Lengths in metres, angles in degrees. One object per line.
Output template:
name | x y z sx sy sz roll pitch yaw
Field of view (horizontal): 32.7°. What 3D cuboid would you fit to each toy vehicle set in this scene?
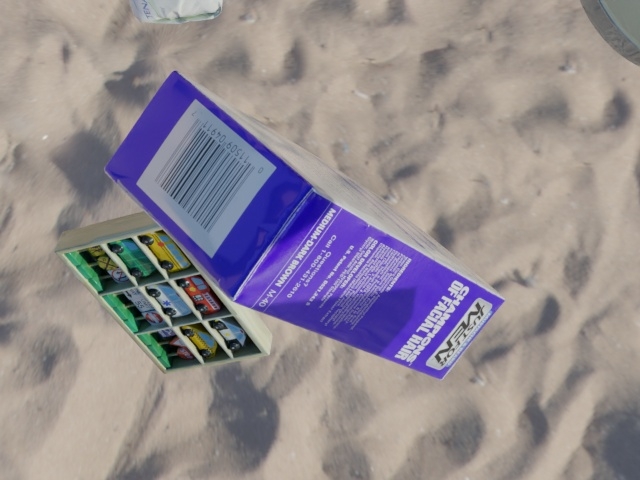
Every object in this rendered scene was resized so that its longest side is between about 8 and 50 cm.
toy vehicle set | -0.195 0.070 1.400 0.166 0.035 0.267 -13 133 23

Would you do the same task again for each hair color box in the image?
hair color box | 0.000 0.000 0.925 0.110 0.185 0.339 -54 144 8

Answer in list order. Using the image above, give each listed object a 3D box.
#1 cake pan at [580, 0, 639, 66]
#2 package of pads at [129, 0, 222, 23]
cake pan | 0.469 -0.359 1.524 0.293 0.054 0.293 9 69 -24
package of pads | -0.153 -0.380 1.031 0.101 0.296 0.229 -5 57 0
